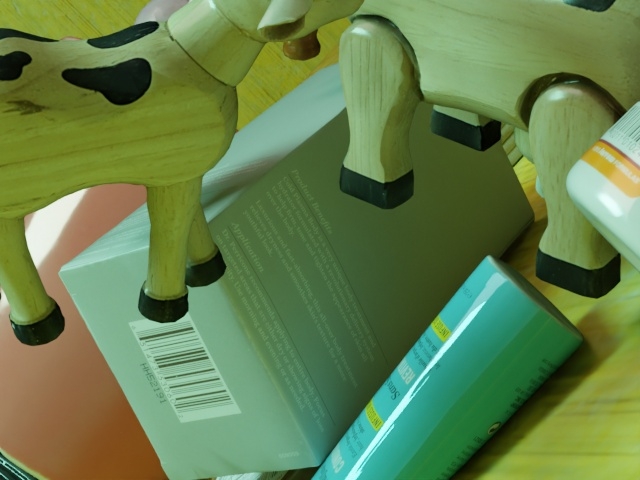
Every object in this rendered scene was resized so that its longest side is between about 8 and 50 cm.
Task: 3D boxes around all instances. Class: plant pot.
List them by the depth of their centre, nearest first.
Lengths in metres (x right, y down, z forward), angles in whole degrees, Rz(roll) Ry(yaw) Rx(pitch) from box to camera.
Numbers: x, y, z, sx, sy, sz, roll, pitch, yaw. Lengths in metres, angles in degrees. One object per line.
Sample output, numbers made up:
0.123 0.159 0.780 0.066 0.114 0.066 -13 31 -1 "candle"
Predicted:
-0.131 0.038 0.957 0.243 0.275 0.275 -57 10 -6 "plant pot"

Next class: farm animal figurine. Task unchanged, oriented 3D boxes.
0.023 -0.094 0.559 0.330 0.326 0.172 -55 -28 -50 "farm animal figurine"

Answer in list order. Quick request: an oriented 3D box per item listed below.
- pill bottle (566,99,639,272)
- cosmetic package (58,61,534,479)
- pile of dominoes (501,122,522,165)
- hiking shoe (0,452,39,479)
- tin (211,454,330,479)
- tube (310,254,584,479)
0.159 -0.042 0.450 0.152 0.086 0.086 -44 9 6 "pill bottle"
0.000 0.000 0.707 0.107 0.127 0.238 -15 18 39 "cosmetic package"
0.091 -0.069 1.029 0.196 0.040 0.251 -47 10 -8 "pile of dominoes"
-0.271 0.288 0.987 0.304 0.113 0.132 -66 -9 -50 "hiking shoe"
-0.012 0.107 0.737 0.106 0.040 0.190 -38 11 18 "tin"
0.023 0.100 0.590 0.207 0.052 0.080 -50 0 8 "tube"
